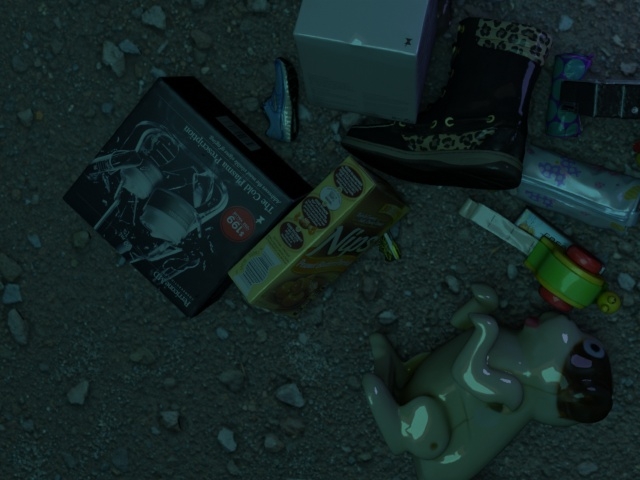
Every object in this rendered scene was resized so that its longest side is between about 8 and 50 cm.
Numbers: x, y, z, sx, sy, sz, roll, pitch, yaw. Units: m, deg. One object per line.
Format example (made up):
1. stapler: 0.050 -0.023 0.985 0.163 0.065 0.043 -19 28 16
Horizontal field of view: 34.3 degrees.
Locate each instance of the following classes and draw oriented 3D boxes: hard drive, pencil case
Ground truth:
1. hard drive: 0.588 -0.231 1.718 0.339 0.237 0.064 2 99 0
2. pencil case: 0.446 -0.261 1.864 0.070 0.064 0.151 11 103 34
3. pencil case: 0.437 -0.099 1.863 0.273 0.124 0.113 20 102 8

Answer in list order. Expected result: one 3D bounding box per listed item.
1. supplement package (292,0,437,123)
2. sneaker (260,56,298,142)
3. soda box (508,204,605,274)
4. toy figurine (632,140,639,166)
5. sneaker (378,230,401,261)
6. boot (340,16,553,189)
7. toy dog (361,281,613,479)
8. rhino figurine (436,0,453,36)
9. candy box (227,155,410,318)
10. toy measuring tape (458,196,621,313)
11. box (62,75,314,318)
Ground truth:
1. supplement package: 0.083 -0.349 1.726 0.199 0.262 0.198 12 74 8
2. sneaker: -0.084 -0.269 1.984 0.073 0.063 0.162 3 99 15
3. soda box: 0.435 0.013 1.912 0.183 0.063 0.058 38 104 4
4. toy figurine: 0.718 -0.052 1.782 0.217 0.191 0.362 -27 93 10
5. sneaker: 0.123 0.005 1.996 0.035 0.031 0.083 -27 91 17
6. boot: 0.229 -0.249 1.868 0.377 0.138 0.284 11 78 45
7. toy dog: 0.322 0.276 1.871 0.408 0.284 0.395 -23 94 13
8. rhino figurine: 0.130 -0.428 1.905 0.243 0.073 0.106 5 96 14
9. candy box: 0.000 0.000 1.925 0.316 0.183 0.087 -43 64 11
10. toy measuring tape: 0.387 0.032 1.833 0.330 0.121 0.121 34 104 5
11. box: -0.249 -0.087 1.989 0.343 0.179 0.312 43 106 3
